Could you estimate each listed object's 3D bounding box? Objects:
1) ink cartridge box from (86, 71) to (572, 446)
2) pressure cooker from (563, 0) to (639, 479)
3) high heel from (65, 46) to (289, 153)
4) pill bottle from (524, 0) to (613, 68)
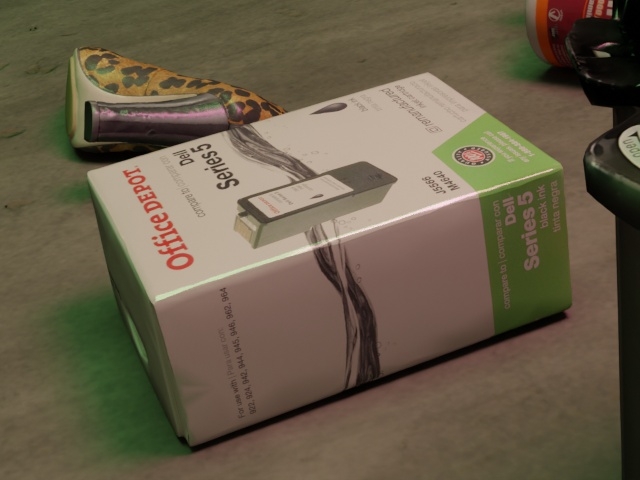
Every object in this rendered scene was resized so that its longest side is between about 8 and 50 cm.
[{"bbox_3d":[0.000,0.000,0.808,0.272,0.115,0.198,-18,31,-14],"label":"ink cartridge box"},{"bbox_3d":[0.289,-0.020,0.453,0.375,0.420,0.370,2,30,19],"label":"pressure cooker"},{"bbox_3d":[-0.142,-0.126,1.131,0.186,0.093,0.261,0,17,-19],"label":"high heel"},{"bbox_3d":[0.304,-0.202,1.062,0.221,0.121,0.121,15,38,37],"label":"pill bottle"}]
